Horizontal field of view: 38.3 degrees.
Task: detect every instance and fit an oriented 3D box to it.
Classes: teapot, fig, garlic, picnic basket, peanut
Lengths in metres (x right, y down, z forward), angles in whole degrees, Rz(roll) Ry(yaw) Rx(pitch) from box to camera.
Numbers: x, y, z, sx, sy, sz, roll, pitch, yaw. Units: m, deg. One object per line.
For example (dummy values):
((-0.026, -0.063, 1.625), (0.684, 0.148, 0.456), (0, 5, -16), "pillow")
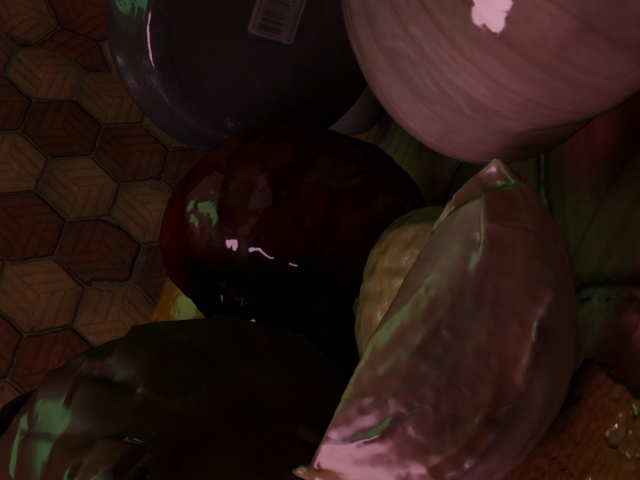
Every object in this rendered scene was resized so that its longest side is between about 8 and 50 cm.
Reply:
((-0.103, -0.264, 0.899), (0.344, 0.253, 0.300), (-131, 34, -57), "teapot")
((-0.007, 0.008, 0.770), (0.224, 0.224, 0.263), (-69, -18, 8), "fig")
((0.076, 0.062, 0.471), (0.196, 0.101, 0.087), (-60, -7, 6), "garlic")
((-0.110, 0.190, 0.663), (0.337, 0.293, 0.337), (-22, 65, 58), "picnic basket")
((0.074, 0.050, 0.592), (0.141, 0.109, 0.159), (-70, 14, -16), "peanut")
((0.126, -0.194, 0.525), (0.322, 0.241, 0.322), (177, 90, -78), "garlic")

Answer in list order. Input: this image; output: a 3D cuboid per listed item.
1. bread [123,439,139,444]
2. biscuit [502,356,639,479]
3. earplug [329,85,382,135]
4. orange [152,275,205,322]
((-0.177, 0.283, 0.951), (0.315, 0.270, 0.211), (-44, 14, 48), "bread")
((0.126, 0.127, 0.457), (0.237, 0.026, 0.131), (-128, 60, -76), "biscuit")
((0.065, -0.284, 1.025), (0.301, 0.172, 0.172), (-54, 20, 36), "earplug")
((-0.099, 0.093, 1.088), (0.219, 0.193, 0.219), (-24, 64, 61), "orange")
